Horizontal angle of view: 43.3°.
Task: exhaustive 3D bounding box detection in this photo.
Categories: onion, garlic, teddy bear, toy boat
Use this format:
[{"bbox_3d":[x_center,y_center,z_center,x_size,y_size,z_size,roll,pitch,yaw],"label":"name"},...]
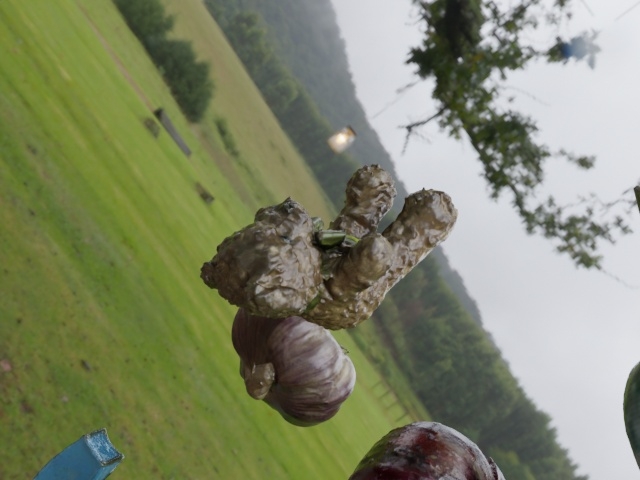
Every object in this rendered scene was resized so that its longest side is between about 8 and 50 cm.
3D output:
[{"bbox_3d":[0.155,0.485,1.320,0.260,0.282,0.337,-19,95,-47],"label":"onion"},{"bbox_3d":[-0.058,0.191,1.276,0.245,0.160,0.245,43,-30,32],"label":"garlic"},{"bbox_3d":[0.005,-0.009,1.035,0.246,0.296,0.222,23,-18,42],"label":"teddy bear"},{"bbox_3d":[-0.362,0.349,1.152,0.075,0.185,0.077,47,4,18],"label":"toy boat"}]

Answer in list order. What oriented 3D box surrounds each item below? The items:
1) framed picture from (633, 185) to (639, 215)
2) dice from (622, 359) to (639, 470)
[{"bbox_3d":[0.693,-0.007,1.592,0.150,0.015,0.203,44,-11,51],"label":"framed picture"},{"bbox_3d":[0.718,0.293,1.262,0.330,0.348,0.328,5,58,-38],"label":"dice"}]
